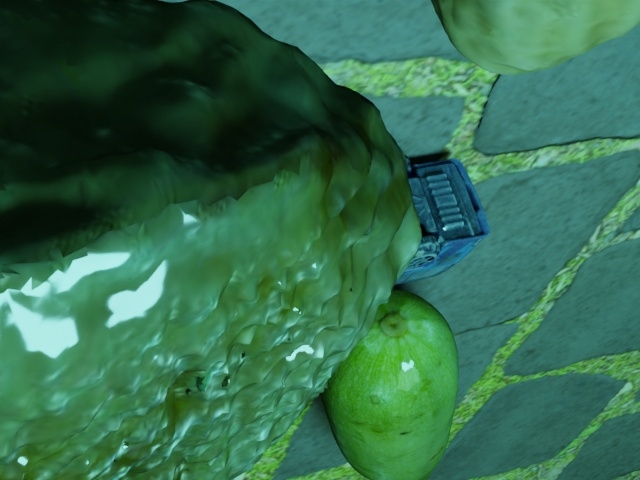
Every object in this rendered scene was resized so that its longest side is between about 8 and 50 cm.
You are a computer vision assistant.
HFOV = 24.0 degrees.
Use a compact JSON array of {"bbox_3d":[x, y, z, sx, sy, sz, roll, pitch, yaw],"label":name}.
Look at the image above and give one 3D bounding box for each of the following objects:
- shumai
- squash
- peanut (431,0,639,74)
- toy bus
[{"bbox_3d":[-0.184,-0.011,0.625,0.397,0.323,0.324,-26,157,-28],"label":"shumai"},{"bbox_3d":[0.059,0.147,1.319,0.118,0.118,0.370,-23,155,-8],"label":"squash"},{"bbox_3d":[0.142,-0.206,0.761,0.152,0.152,0.313,-15,147,-20],"label":"peanut"},{"bbox_3d":[-0.002,-0.002,1.065,0.237,0.079,0.094,-10,163,-28],"label":"toy bus"}]
